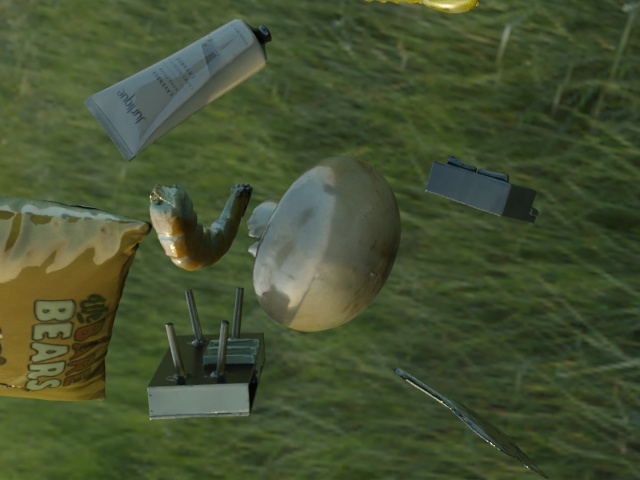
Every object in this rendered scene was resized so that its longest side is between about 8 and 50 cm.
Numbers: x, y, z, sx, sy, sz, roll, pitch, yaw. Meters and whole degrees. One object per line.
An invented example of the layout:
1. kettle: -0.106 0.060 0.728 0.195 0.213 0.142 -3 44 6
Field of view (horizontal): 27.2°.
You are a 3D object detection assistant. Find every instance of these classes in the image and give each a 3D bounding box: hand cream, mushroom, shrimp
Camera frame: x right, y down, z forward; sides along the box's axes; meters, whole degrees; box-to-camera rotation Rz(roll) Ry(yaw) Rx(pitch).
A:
1. hand cream: -0.128 -0.153 1.269 0.087 0.186 0.054 51 167 26
2. mushroom: 0.000 0.000 1.632 0.178 0.226 0.226 31 111 31
3. shrimp: -0.148 -0.044 1.722 0.049 0.161 0.166 15 50 37

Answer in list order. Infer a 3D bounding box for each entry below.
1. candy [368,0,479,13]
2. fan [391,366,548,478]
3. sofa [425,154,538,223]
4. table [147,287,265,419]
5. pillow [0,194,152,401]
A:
1. candy: 0.087 -0.362 1.357 0.297 0.187 0.081 89 -161 -45
2. fan: 0.168 0.204 1.556 0.008 0.227 0.152 -53 24 4
3. sofa: 0.229 -0.074 1.846 0.147 0.085 0.060 21 97 44
4. table: -0.139 0.133 1.651 0.240 0.122 0.111 -82 -10 -80
5. pillow: -0.342 0.055 1.300 0.310 0.313 0.119 110 164 -46
